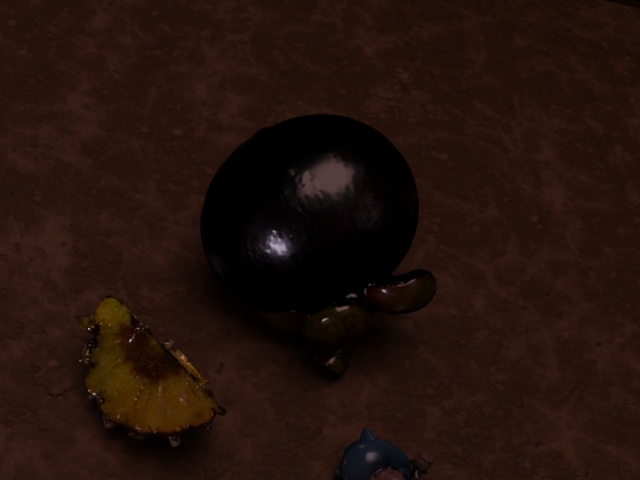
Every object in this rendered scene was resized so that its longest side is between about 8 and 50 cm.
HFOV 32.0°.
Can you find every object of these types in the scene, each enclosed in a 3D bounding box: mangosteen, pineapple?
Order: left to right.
[{"bbox_3d":[-0.280,0.231,1.782,0.334,0.158,0.161,37,89,24],"label":"pineapple"},{"bbox_3d":[0.000,0.000,1.904,0.382,0.382,0.435,-14,71,-26],"label":"mangosteen"}]

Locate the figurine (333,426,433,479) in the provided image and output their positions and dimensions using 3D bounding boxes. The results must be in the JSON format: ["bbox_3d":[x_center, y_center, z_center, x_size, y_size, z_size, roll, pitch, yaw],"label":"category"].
[{"bbox_3d":[0.113,0.381,1.745,0.145,0.114,0.178,9,22,-33],"label":"figurine"}]
